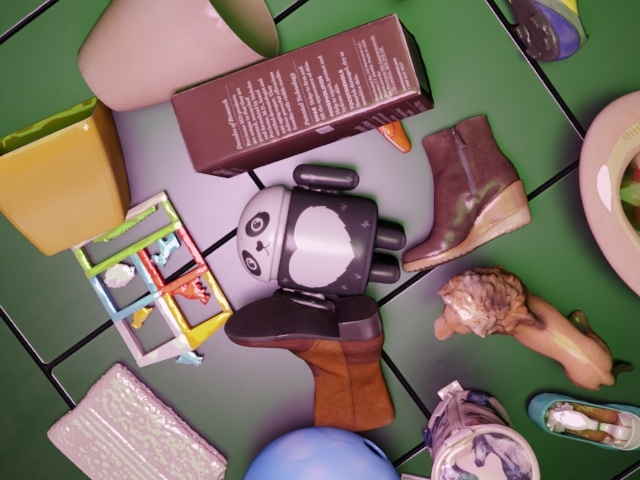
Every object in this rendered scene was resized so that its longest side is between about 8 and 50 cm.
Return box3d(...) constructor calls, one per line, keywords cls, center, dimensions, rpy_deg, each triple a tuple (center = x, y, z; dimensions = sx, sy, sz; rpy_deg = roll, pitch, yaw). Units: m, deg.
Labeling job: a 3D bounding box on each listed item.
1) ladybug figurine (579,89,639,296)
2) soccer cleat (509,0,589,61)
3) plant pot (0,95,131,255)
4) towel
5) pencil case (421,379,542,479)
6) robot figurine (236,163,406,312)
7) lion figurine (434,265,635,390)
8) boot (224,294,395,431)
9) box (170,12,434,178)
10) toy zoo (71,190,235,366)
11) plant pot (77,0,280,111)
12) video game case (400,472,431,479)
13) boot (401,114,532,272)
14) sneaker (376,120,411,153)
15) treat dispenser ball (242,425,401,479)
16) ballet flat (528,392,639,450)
box3d(cls="ladybug figurine", center=(0.600, -0.046, 1.897), dimensions=(0.305, 0.162, 0.449), rpy_deg=(-35, 94, 4))
box3d(cls="soccer cleat", center=(0.357, -0.437, 1.910), dimensions=(0.121, 0.093, 0.289), rpy_deg=(-23, 91, -27))
box3d(cls="plant pot", center=(-0.420, -0.100, 1.894), dimensions=(0.212, 0.212, 0.187), rpy_deg=(-24, 108, 3))
box3d(cls="towel", center=(-0.317, 0.368, 2.014), dimensions=(0.282, 0.049, 0.187), rpy_deg=(44, 94, -3))
box3d(cls="pencil case", center=(0.247, 0.340, 1.822), dimensions=(0.160, 0.410, 0.183), rpy_deg=(-41, 87, 3))
box3d(cls="robot figurine", center=(0.000, 0.002, 1.903), dimensions=(0.278, 0.173, 0.209), rpy_deg=(9, 63, -1))
box3d(cls="lion figurine", center=(0.368, 0.152, 1.883), dimensions=(0.392, 0.240, 0.142), rpy_deg=(23, 96, -2))
box3d(cls="boot", center=(-0.014, 0.217, 1.941), dimensions=(0.264, 0.096, 0.280), rpy_deg=(-9, 131, -1))
box3d(cls="box", center=(-0.023, -0.223, 1.836), dimensions=(0.381, 0.191, 0.143), rpy_deg=(-17, 86, 13))
box3d(cls="toy zoo", center=(-0.279, 0.086, 1.990), dimensions=(0.192, 0.030, 0.293), rpy_deg=(-30, 95, 4))
box3d(cls="plant pot", center=(-0.249, -0.330, 1.855), dimensions=(0.274, 0.256, 0.256), rpy_deg=(-31, 95, 20))
box3d(cls="video game case", center=(0.173, 0.479, 2.036), dimensions=(0.087, 0.011, 0.122), rpy_deg=(12, 96, -1))
box3d(cls="boot", center=(0.217, -0.076, 1.954), dimensions=(0.248, 0.090, 0.207), rpy_deg=(-26, 83, 5))
box3d(cls="sneaker", center=(0.108, -0.226, 1.933), dimensions=(0.067, 0.064, 0.175), rpy_deg=(-32, 95, 8))
box3d(cls="treat dispenser ball", center=(0.001, 0.452, 1.898), dimensions=(0.288, 0.288, 0.288), rpy_deg=(0, 96, 1))
box3d(cls="ballet flat", center=(0.481, 0.321, 1.977), dimensions=(0.247, 0.087, 0.083), rpy_deg=(11, 96, -1))
